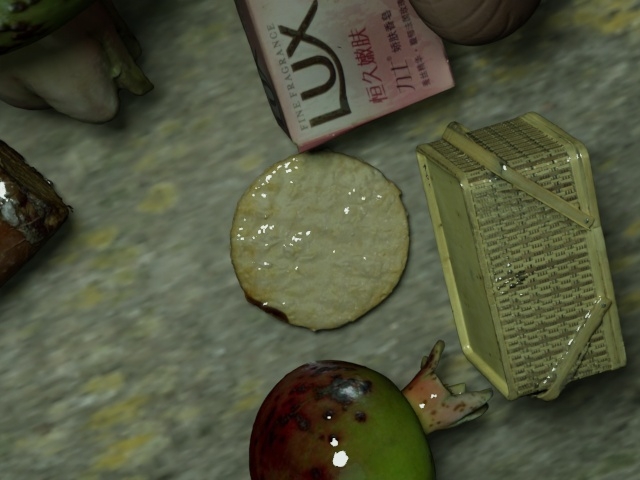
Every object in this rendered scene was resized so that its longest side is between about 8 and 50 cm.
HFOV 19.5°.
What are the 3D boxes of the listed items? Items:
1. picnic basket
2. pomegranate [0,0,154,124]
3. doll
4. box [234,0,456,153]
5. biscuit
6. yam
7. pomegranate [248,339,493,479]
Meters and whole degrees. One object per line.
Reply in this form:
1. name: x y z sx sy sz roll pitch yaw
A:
1. picnic basket: 0.124 0.008 1.153 0.079 0.115 0.164 -17 108 -8
2. pomegranate: -0.191 -0.190 0.985 0.285 0.285 0.340 -26 139 -3
3. doll: 0.095 -0.183 1.073 0.096 0.188 0.145 4 92 31
4. box: 0.007 -0.144 1.118 0.111 0.060 0.156 -21 108 -3
5. biscuit: 0.000 0.000 1.179 0.120 0.015 0.120 -3 105 -10
6. yam: -0.222 0.007 1.106 0.141 0.079 0.079 -43 109 5
7. pomegranate: 0.027 0.123 1.163 0.129 0.129 0.159 39 88 -18
